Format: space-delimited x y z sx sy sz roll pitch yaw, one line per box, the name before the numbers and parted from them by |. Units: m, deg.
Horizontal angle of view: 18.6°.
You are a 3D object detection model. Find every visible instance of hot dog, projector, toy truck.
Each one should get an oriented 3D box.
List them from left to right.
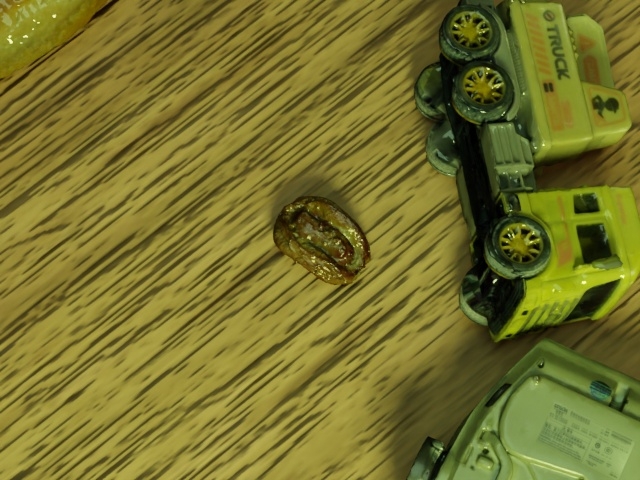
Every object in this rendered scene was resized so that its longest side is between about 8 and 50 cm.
hot dog | 0.000 0.000 1.560 0.083 0.035 0.058 37 72 12
projector | 0.156 0.212 1.459 0.193 0.088 0.269 25 74 6
toy truck | 0.175 -0.065 1.537 0.157 0.124 0.272 -6 68 -11

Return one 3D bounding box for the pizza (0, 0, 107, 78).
pizza | -0.278 -0.213 1.614 0.258 0.087 0.268 9 73 0
